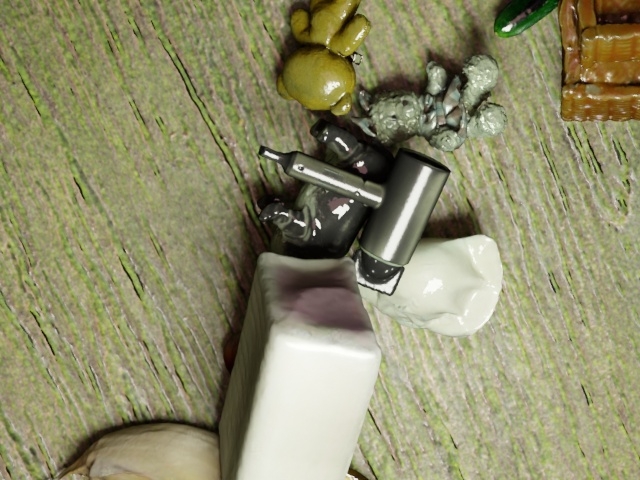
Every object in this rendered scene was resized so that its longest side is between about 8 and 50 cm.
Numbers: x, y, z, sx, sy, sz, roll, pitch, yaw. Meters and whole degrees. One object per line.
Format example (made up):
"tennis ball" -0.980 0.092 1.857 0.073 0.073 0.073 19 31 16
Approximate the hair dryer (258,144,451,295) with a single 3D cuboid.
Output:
"hair dryer" 0.023 -0.053 1.446 0.248 0.078 0.196 22 104 -10

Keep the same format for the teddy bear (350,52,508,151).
"teddy bear" 0.161 -0.182 1.530 0.213 0.111 0.133 -8 69 21

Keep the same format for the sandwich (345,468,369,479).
"sandwich" 0.084 0.434 1.617 0.094 0.096 0.258 -45 96 -2

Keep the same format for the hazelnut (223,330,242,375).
"hazelnut" -0.098 0.166 1.580 0.086 0.086 0.086 0 99 -2

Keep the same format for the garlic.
"garlic" -0.231 0.363 1.575 0.338 0.151 0.196 24 110 -5

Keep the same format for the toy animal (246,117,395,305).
"toy animal" -0.017 -0.001 1.543 0.168 0.106 0.343 19 104 -13

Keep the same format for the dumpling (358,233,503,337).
"dumpling" 0.155 0.068 1.547 0.228 0.124 0.151 -7 104 31

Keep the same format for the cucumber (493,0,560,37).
"cucumber" 0.357 -0.374 1.525 0.284 0.056 0.056 -35 98 -1

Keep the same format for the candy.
"candy" -0.038 0.206 1.443 0.145 0.208 0.359 6 125 -15

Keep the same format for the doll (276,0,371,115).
"doll" 0.018 -0.280 1.511 0.137 0.097 0.210 18 91 33

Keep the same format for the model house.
"model house" 0.415 -0.265 1.479 0.219 0.199 0.229 43 91 5
